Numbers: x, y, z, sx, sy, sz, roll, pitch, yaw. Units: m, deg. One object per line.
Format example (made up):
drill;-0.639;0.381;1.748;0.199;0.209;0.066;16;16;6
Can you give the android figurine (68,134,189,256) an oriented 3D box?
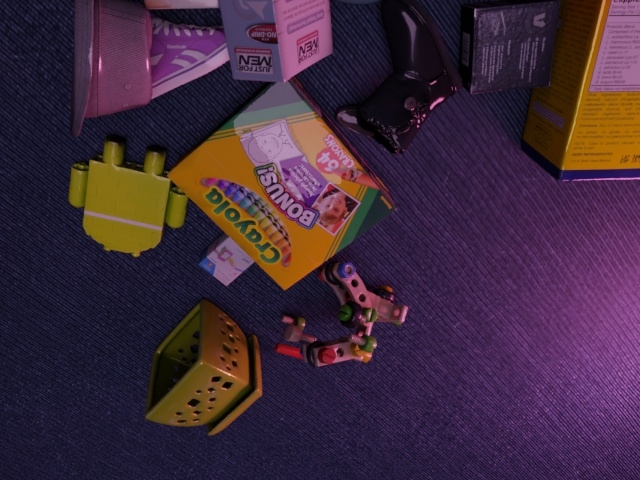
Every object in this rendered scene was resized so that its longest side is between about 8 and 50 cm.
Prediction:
android figurine;-0.417;-0.085;1.139;0.249;0.056;0.272;11;117;-10

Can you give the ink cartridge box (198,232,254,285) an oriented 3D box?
ink cartridge box;-0.208;0.032;1.221;0.122;0.052;0.088;-41;114;16

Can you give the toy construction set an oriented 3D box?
toy construction set;0.068;0.217;1.270;0.237;0.257;0.309;23;136;-29

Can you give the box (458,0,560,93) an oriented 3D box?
box;0.357;-0.377;1.012;0.159;0.093;0.155;-5;119;0

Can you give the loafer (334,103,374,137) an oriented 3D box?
loafer;0.114;-0.241;1.088;0.170;0.061;0.062;10;119;-9

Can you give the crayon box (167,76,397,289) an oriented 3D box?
crayon box;-0.075;-0.117;1.110;0.313;0.106;0.363;-37;112;15

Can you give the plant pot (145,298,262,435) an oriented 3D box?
plant pot;-0.271;0.322;1.285;0.207;0.228;0.227;35;110;-27

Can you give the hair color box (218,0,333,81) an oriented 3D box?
hair color box;-0.081;-0.469;0.845;0.114;0.185;0.374;12;128;26

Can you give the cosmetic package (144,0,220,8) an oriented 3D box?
cosmetic package;-0.231;-0.539;0.847;0.130;0.153;0.295;-1;118;-2

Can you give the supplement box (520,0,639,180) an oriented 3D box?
supplement box;0.544;-0.313;1.004;0.195;0.195;0.356;-1;120;-4

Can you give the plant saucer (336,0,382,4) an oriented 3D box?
plant saucer;0.077;-0.580;0.910;0.318;0.043;0.317;-2;118;-4

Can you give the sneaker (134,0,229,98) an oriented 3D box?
sneaker;-0.265;-0.377;0.965;0.282;0.102;0.160;-22;115;8

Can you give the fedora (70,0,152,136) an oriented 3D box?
fedora;-0.346;-0.299;0.877;0.125;0.243;0.275;2;150;-26

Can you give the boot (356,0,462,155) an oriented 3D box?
boot;0.142;-0.309;0.995;0.207;0.094;0.246;-47;121;-8
